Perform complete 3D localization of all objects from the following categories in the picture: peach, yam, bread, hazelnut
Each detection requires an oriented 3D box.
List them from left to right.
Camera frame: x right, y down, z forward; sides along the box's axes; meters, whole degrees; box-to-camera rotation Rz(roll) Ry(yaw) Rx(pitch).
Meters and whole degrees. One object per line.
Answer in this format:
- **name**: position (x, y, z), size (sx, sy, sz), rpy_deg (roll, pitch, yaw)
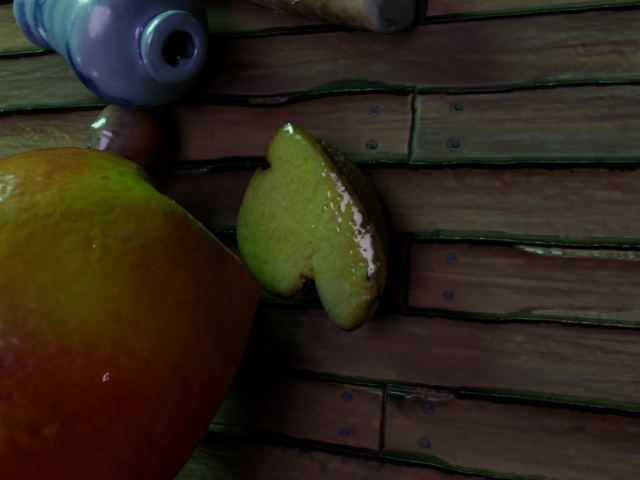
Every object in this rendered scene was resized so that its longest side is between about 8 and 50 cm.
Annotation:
- **peach**: position (-0.257, 0.098, 1.091), size (0.380, 0.306, 0.242), rpy_deg (-51, 14, -2)
- **hazelnut**: position (-0.188, -0.094, 1.264), size (0.086, 0.086, 0.086), rpy_deg (-5, 82, 36)
- **yam**: position (-0.063, -0.258, 1.193), size (0.356, 0.081, 0.081), rpy_deg (21, 98, 36)
- **bread**: position (0.000, 0.000, 1.128), size (0.149, 0.065, 0.188), rpy_deg (-50, 61, 34)

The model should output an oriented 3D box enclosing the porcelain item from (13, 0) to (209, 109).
- **porcelain item**: position (-0.201, -0.207, 1.249), size (0.259, 0.141, 0.141), rpy_deg (27, 101, 47)
